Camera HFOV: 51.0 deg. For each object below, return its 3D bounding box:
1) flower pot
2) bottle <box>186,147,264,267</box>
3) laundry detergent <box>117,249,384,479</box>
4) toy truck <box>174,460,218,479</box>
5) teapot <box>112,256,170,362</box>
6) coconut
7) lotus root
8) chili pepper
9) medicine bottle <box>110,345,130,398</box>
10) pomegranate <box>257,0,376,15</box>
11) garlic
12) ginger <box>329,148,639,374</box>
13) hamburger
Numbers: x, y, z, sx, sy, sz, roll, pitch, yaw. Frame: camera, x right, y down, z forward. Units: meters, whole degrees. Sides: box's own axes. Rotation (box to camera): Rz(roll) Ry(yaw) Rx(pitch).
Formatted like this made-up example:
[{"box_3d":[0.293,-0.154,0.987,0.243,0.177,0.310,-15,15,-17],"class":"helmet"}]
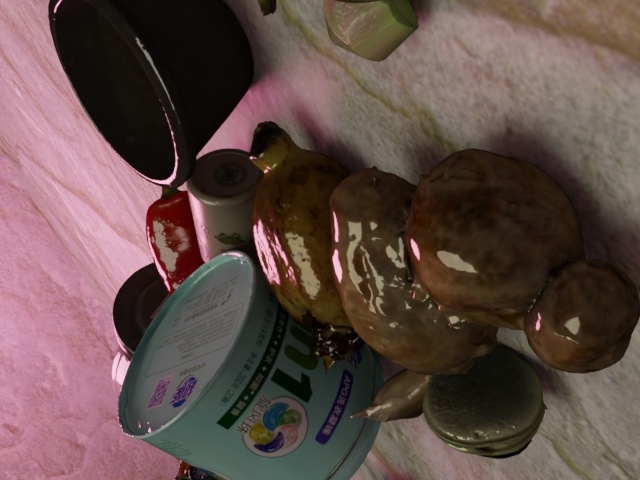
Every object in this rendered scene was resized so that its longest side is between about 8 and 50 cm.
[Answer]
[{"box_3d":[-0.193,-0.217,0.840,0.269,0.166,0.269,37,148,28],"class":"flower pot"},{"box_3d":[-0.133,-0.013,1.036,0.120,0.120,0.253,39,149,27],"class":"bottle"},{"box_3d":[-0.081,0.214,0.971,0.305,0.287,0.287,38,161,-27],"class":"laundry detergent"},{"box_3d":[-0.134,0.452,1.400,0.162,0.305,0.136,-96,-3,-50],"class":"toy truck"},{"box_3d":[-0.325,0.164,1.402,0.321,0.239,0.239,45,149,19],"class":"teapot"},{"box_3d":[0.040,-0.201,0.592,0.083,0.082,0.081,25,140,-36],"class":"coconut"},{"box_3d":[0.000,0.000,0.818,0.169,0.141,0.314,-5,108,56],"class":"lotus root"},{"box_3d":[-0.246,-0.022,1.195,0.134,0.131,0.338,-8,111,27],"class":"chili pepper"},{"box_3d":[-0.323,0.334,1.599,0.301,0.241,0.241,16,135,38],"class":"medicine bottle"},{"box_3d":[0.002,-0.241,0.449,0.181,0.224,0.182,29,140,27],"class":"pomegranate"},{"box_3d":[0.120,0.197,0.889,0.084,0.152,0.066,40,-153,-37],"class":"garlic"},{"box_3d":[0.132,0.026,0.618,0.245,0.155,0.304,61,153,-9],"class":"ginger"},{"box_3d":[0.180,0.179,0.740,0.133,0.140,0.062,-2,126,19],"class":"hamburger"}]
